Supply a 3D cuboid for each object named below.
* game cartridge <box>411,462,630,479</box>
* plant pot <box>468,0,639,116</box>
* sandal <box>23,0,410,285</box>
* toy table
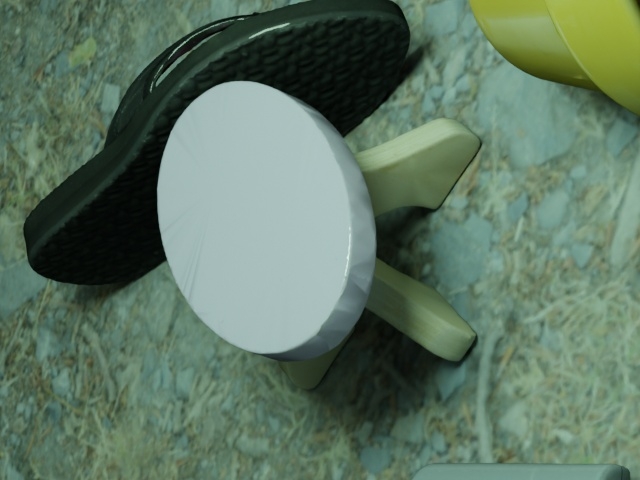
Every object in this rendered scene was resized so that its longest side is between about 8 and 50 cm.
[{"bbox_3d":[0.115,0.300,1.238,0.198,0.062,0.297,-6,72,42],"label":"game cartridge"},{"bbox_3d":[0.221,-0.194,1.182,0.239,0.254,0.254,3,77,64],"label":"plant pot"},{"bbox_3d":[-0.111,-0.105,1.548,0.445,0.167,0.107,-34,55,36],"label":"sandal"},{"bbox_3d":[0.000,0.000,1.395,0.252,0.161,0.274,-48,45,24],"label":"toy table"}]
